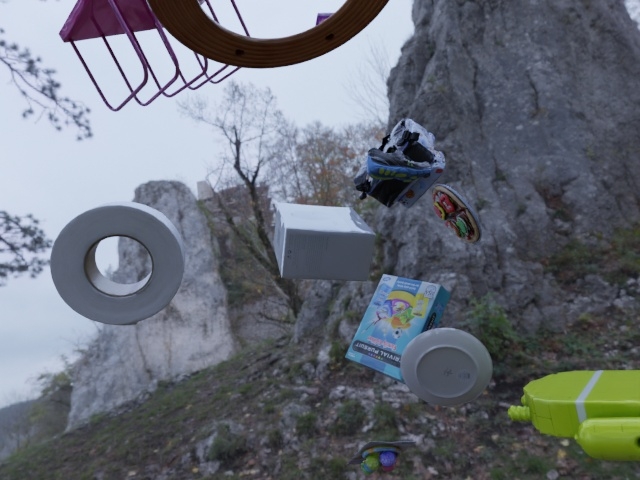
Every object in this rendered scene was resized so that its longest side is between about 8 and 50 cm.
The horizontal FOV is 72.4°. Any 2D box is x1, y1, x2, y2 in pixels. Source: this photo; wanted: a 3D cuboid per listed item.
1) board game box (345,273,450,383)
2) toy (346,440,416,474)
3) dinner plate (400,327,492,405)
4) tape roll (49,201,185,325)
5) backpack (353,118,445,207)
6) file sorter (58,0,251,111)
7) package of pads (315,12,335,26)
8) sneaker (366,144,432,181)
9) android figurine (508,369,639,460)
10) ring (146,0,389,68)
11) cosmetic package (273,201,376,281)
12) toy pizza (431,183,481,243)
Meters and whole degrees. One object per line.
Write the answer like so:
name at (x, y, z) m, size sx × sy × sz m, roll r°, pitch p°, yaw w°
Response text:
board game box at (0.262, 0.294, 1.497) m, size 0.254 × 0.336 × 0.079 m, roll 7°, pitch -27°, yaw 50°
toy at (0.172, 0.631, 1.251) m, size 0.137 × 0.056 × 0.237 m, roll 5°, pitch -38°, yaw -13°
dinner plate at (0.197, 0.204, 0.687) m, size 0.141 × 0.141 × 0.017 m, roll -15°, pitch 14°, yaw 13°
tape roll at (-0.469, 0.052, 1.037) m, size 0.286 × 0.286 × 0.100 m, roll -6°, pitch 12°, yaw -14°
backpack at (0.270, -0.256, 1.407) m, size 0.213 × 0.263 × 0.276 m, roll 31°, pitch -51°, yaw -18°
file sorter at (-0.309, -0.397, 0.880) m, size 0.202 × 0.182 × 0.291 m, roll -12°, pitch 19°, yaw 44°
package of pads at (0.028, -0.531, 1.073) m, size 0.083 × 0.050 × 0.032 m, roll 16°, pitch 12°, yaw 30°
sneaker at (0.179, -0.173, 0.970) m, size 0.188 × 0.078 × 0.067 m, roll 0°, pitch -13°, yaw -35°
android figurine at (0.375, 0.200, 0.530) m, size 0.273 × 0.056 × 0.248 m, roll -17°, pitch -11°, yaw 36°
ring at (-0.051, -0.338, 0.546) m, size 0.337 × 0.032 × 0.336 m, roll -14°, pitch -14°, yaw -3°
cosmetic package at (0.000, 0.000, 1.157) m, size 0.225 × 0.138 × 0.224 m, roll 2°, pitch 20°, yaw -12°
toy pizza at (0.373, -0.069, 1.229) m, size 0.032 × 0.201 × 0.201 m, roll -34°, pitch -16°, yaw -6°
